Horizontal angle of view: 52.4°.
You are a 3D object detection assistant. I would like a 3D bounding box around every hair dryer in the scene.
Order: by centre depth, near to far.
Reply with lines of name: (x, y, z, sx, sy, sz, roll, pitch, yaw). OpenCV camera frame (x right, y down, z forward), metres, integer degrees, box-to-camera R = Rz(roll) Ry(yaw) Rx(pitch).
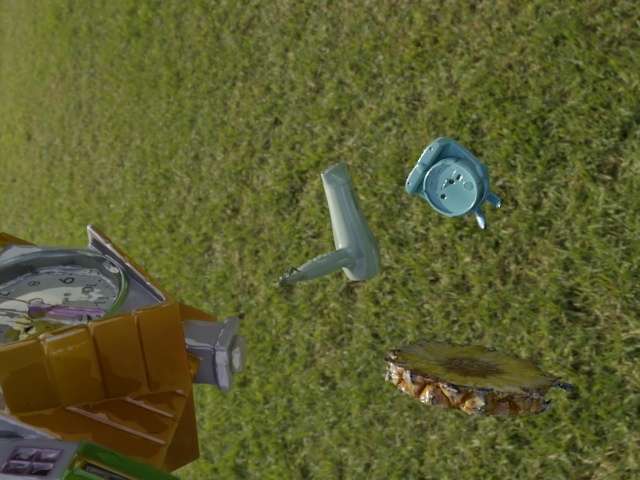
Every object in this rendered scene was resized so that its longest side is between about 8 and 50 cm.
hair dryer: (0.000, 0.000, 1.088, 0.075, 0.237, 0.206, -5, 111, 42)

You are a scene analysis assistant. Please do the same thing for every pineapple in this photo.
pineapple: (0.178, 0.163, 0.759, 0.221, 0.221, 0.047, 10, 97, 47)

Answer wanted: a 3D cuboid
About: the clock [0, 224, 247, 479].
clock: (-0.218, 0.099, 0.472, 0.235, 0.309, 0.166, -80, -8, -59)

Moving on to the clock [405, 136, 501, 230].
clock: (0.213, -0.083, 1.007, 0.147, 0.045, 0.108, 38, 129, 12)
